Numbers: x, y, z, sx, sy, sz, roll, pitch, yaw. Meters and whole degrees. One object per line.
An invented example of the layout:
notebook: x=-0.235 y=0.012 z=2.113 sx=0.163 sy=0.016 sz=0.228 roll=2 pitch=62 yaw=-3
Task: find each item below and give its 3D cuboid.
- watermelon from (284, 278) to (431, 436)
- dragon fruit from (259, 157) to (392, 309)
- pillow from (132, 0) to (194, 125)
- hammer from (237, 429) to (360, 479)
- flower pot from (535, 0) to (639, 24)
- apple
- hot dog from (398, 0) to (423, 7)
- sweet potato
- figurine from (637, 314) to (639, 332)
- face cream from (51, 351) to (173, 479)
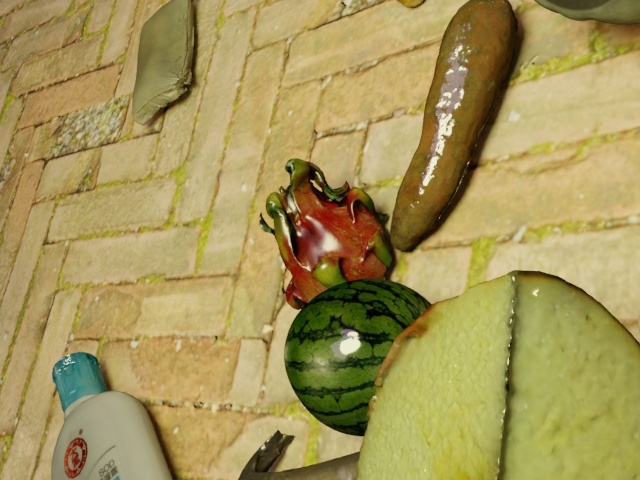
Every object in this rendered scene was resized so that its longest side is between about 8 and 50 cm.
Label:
watermelon: x=0.057 y=0.098 z=0.671 sx=0.187 sy=0.141 sz=0.140 roll=-13 pitch=63 yaw=41
dragon fruit: x=0.000 y=0.000 z=0.800 sx=0.138 sy=0.175 sz=0.142 roll=-34 pitch=15 yaw=17
pillow: x=-0.238 y=-0.281 z=1.176 sx=0.119 sy=0.053 sz=0.208 roll=-22 pitch=54 yaw=31
hammer: x=0.040 y=0.204 z=0.696 sx=0.297 sy=0.027 sz=0.125 roll=-21 pitch=32 yaw=29
flower pot: x=0.254 y=-0.296 z=0.604 sx=0.195 sy=0.246 sz=0.246 roll=-33 pitch=43 yaw=-14
apple: x=0.126 y=0.196 z=0.524 sx=0.254 sy=0.179 sz=0.345 roll=1 pitch=85 yaw=21
hot dog: x=0.084 y=-0.316 z=0.917 sx=0.044 sy=0.028 sz=0.137 roll=-47 pitch=47 yaw=26
sweet potato: x=0.130 y=-0.117 z=0.756 sx=0.075 sy=0.075 sz=0.273 roll=17 pitch=87 yaw=45
figurine: x=0.315 y=0.122 z=0.395 sx=0.173 sy=0.177 sz=0.247 roll=-48 pitch=36 yaw=41
face cream: x=-0.254 y=0.269 z=0.918 sx=0.163 sy=0.080 sz=0.336 roll=-49 pitch=47 yaw=15
